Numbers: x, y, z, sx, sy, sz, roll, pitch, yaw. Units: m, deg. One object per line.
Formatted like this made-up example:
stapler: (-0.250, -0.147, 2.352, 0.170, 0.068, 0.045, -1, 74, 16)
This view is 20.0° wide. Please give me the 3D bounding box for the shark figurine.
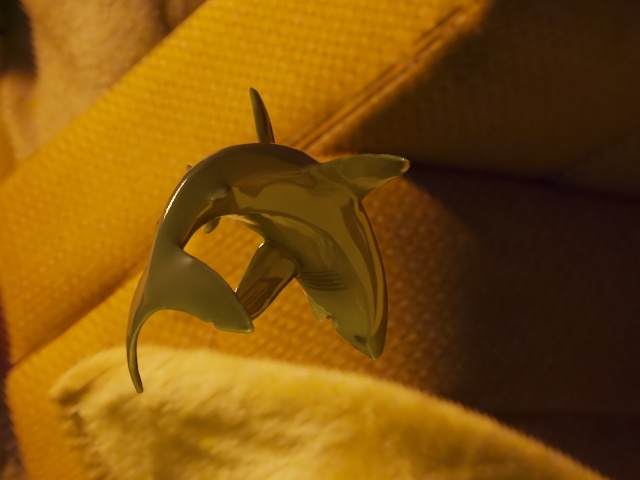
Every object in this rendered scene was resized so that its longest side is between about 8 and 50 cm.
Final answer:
shark figurine: (-0.013, -0.017, 0.958, 0.278, 0.116, 0.166, 1, 77, -66)
